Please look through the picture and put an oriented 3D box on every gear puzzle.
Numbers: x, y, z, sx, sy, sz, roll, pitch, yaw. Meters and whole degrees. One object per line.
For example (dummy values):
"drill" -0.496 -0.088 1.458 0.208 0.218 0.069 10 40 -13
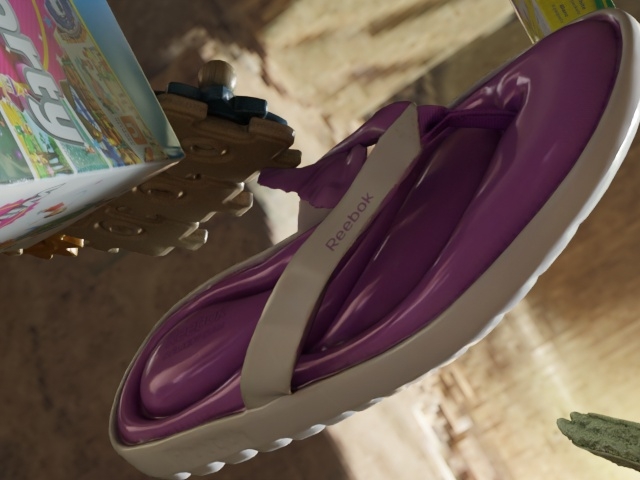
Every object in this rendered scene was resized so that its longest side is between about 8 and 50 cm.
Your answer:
"gear puzzle" -0.139 -0.043 1.052 0.175 0.339 0.044 14 69 -19

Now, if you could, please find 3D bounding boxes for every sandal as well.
"sandal" -0.001 0.011 0.935 0.102 0.416 0.169 32 39 -25

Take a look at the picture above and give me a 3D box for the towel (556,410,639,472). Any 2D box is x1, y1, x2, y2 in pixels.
"towel" 0.209 0.120 0.945 0.110 0.148 0.027 15 85 -35

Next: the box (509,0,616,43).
"box" 0.133 -0.164 1.069 0.105 0.043 0.179 62 3 -60

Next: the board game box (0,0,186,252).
"board game box" -0.190 -0.097 0.651 0.224 0.097 0.303 62 17 2
